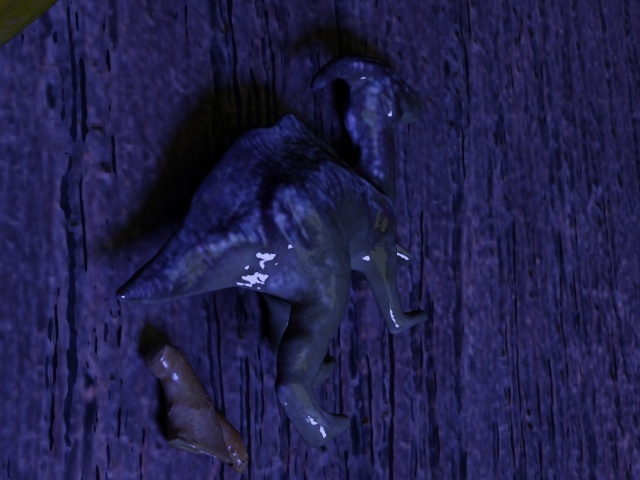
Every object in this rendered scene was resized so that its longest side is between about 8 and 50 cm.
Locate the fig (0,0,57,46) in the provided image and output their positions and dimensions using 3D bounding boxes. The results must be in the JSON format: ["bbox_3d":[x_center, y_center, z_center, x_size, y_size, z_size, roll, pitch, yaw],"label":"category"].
[{"bbox_3d":[-0.170,-0.163,0.936,0.120,0.136,0.153,-72,160,-48],"label":"fig"}]

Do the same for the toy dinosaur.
[{"bbox_3d":[-0.005,0.001,1.143,0.162,0.077,0.294,63,31,-14],"label":"toy dinosaur"}]

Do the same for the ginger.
[{"bbox_3d":[-0.072,0.101,1.083,0.097,0.030,0.048,58,20,-29],"label":"ginger"}]
